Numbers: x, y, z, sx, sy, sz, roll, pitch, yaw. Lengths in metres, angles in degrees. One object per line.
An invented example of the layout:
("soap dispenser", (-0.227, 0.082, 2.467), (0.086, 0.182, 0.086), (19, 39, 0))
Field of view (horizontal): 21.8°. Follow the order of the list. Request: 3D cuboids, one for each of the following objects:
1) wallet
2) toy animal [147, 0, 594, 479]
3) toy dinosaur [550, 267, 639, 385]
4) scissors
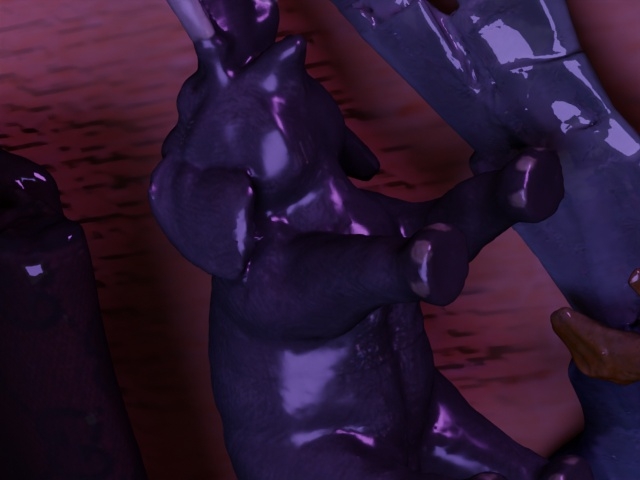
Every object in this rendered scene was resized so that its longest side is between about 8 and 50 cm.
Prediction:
("wallet", (-0.108, 0.070, 0.627), (0.182, 0.049, 0.229), (26, 137, 51))
("toy animal", (0.006, -0.002, 0.539), (0.137, 0.082, 0.269), (0, 115, 43))
("toy dinosaur", (0.158, 0.066, 0.526), (0.162, 0.039, 0.126), (48, 146, -13))
("scissors", (0.086, -0.014, 0.555), (0.256, 0.029, 0.383), (-29, 104, 44))
